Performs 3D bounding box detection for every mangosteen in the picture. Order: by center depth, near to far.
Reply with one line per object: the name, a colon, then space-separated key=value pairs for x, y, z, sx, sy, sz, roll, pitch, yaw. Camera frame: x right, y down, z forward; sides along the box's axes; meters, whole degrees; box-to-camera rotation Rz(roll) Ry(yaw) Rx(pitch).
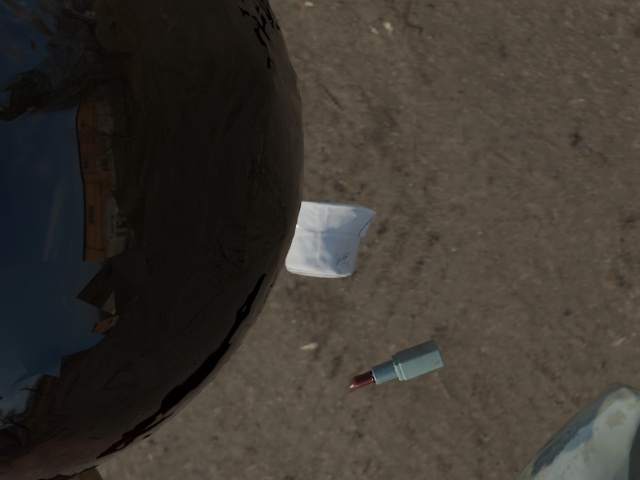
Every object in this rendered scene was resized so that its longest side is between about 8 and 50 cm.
mangosteen: x=-0.154 y=-0.032 z=0.499 sx=0.330 sy=0.330 sz=0.330 roll=3 pitch=97 yaw=29

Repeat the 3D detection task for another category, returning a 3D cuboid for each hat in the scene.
hat: x=0.000 y=0.000 z=1.882 sx=0.203 sy=0.203 sz=0.126 roll=5 pitch=85 yaw=29

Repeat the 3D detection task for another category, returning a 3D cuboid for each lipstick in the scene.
lipstick: x=0.097 y=0.170 z=1.405 sx=0.129 sy=0.030 sz=0.030 roll=-21 pitch=117 yaw=1

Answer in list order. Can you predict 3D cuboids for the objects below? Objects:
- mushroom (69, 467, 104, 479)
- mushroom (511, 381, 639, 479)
mushroom: x=-0.251 y=0.227 z=0.692 sx=0.278 sy=0.278 sz=0.146 roll=60 pitch=142 yaw=11
mushroom: x=0.144 y=0.294 z=0.866 sx=0.397 sy=0.177 sz=0.126 roll=-46 pitch=38 yaw=-3
